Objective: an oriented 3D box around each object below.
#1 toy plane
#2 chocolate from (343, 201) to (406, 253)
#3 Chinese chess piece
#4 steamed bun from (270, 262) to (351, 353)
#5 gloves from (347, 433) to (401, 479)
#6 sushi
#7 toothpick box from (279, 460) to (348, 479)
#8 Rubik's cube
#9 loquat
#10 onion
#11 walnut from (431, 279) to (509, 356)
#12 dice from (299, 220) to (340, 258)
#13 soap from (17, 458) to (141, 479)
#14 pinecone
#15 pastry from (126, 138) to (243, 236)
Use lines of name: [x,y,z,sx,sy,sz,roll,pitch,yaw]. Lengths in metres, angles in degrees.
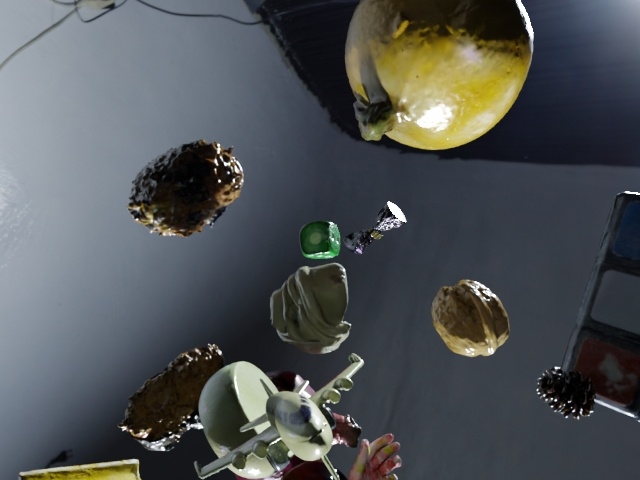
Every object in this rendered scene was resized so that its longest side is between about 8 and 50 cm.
toy plane: [-0.032,0.212,0.521,0.242,0.256,0.104,-29,95,-19]
chocolate: [0.116,-0.018,0.966,0.070,0.147,0.072,40,32,-11]
Chinese chess piece: [-0.157,0.392,0.982,0.101,0.250,0.250,-37,138,5]
steamed bun: [-0.051,0.237,1.519,0.220,0.324,0.309,2,81,-25]
gloves: [0.161,0.714,1.373,0.241,0.145,0.126,-56,167,-26]
sushi: [-0.426,0.496,1.379,0.348,0.234,0.207,-43,168,-31]
toothpick box: [-0.023,0.637,1.036,0.192,0.192,0.294,-53,164,-35]
Rubik's cube: [0.651,0.121,0.753,0.363,0.359,0.361,-8,109,-55]
loquat: [0.185,-0.307,0.790,0.359,0.329,0.328,-47,134,-18]
onion: [-0.072,0.597,1.426,0.398,0.421,0.398,48,30,-40]
walnut: [0.487,0.259,1.447,0.225,0.257,0.256,-18,117,-9]
dice: [0.000,0.000,1.729,0.120,0.129,0.130,24,60,-64]
soap: [-0.735,0.822,1.321,0.335,0.156,0.293,15,100,-39]
pinecone: [0.380,0.237,0.690,0.077,0.084,0.077,9,90,-81]
pastry: [-0.434,-0.184,1.507,0.292,0.338,0.405,57,30,-11]
